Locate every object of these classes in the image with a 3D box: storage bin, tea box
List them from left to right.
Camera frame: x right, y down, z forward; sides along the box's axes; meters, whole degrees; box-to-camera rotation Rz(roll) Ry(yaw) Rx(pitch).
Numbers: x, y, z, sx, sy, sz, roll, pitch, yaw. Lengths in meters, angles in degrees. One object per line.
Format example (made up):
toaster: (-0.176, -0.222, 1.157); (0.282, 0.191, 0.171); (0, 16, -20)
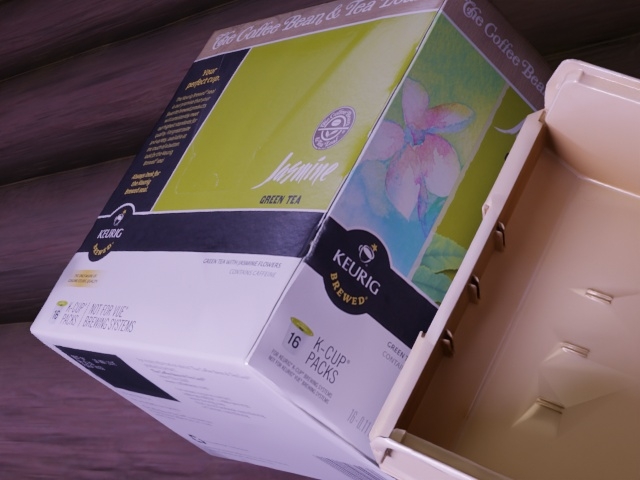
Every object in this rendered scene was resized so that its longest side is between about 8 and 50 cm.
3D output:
tea box: (0.000, 0.000, 0.959); (0.329, 0.220, 0.324); (1, 58, 54)
storage bin: (0.194, 0.060, 0.710); (0.260, 0.123, 0.262); (22, 69, 19)

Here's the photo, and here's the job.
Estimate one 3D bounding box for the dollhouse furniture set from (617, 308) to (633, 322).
dollhouse furniture set: (0.243, 0.035, 0.818); (0.114, 0.081, 0.091); (-36, 36, 16)
